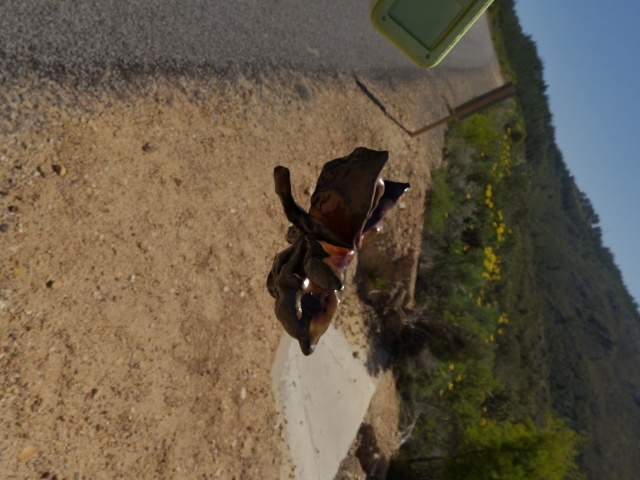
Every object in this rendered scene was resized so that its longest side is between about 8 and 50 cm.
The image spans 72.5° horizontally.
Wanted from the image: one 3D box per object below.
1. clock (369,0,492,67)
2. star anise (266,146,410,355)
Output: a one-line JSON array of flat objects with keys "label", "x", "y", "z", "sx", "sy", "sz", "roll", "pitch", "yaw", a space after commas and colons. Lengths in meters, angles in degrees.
[{"label": "clock", "x": 0.178, "y": -0.381, "z": 0.649, "sx": 0.143, "sy": 0.202, "sz": 0.096, "roll": 33, "pitch": 35, "yaw": -17}, {"label": "star anise", "x": 0.005, "y": 0.001, "z": 0.445, "sx": 0.111, "sy": 0.212, "sz": 0.196, "roll": 25, "pitch": 14, "yaw": 12}]
